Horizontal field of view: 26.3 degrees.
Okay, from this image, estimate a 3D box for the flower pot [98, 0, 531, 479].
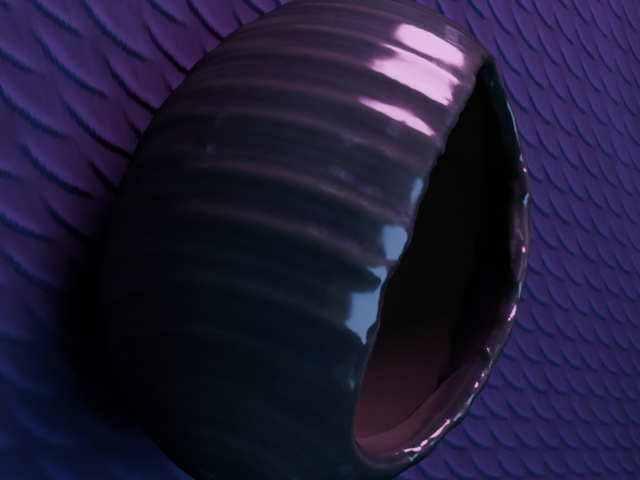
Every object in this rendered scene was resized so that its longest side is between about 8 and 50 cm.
[{"bbox_3d":[0.000,0.000,0.614,0.243,0.157,0.189,-62,141,-29],"label":"flower pot"}]
